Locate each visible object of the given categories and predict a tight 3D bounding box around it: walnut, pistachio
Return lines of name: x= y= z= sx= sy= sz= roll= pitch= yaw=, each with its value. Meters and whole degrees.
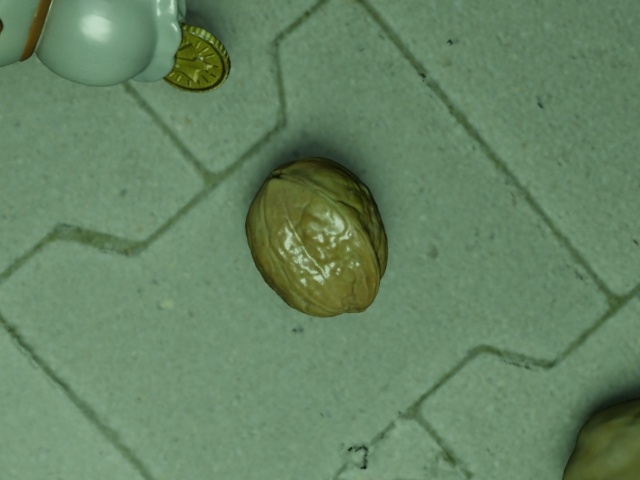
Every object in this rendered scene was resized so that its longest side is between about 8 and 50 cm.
walnut: x=0.000 y=0.000 z=0.813 sx=0.105 sy=0.105 sz=0.124 roll=-36 pitch=102 yaw=-4
pistachio: x=0.294 y=0.178 z=0.855 sx=0.226 sy=0.136 sz=0.135 roll=1 pitch=93 yaw=-15

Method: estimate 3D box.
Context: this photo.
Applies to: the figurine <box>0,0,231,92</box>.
figurine: x=-0.193 y=-0.163 z=0.758 sx=0.271 sy=0.143 sz=0.143 roll=32 pitch=89 yaw=-7
